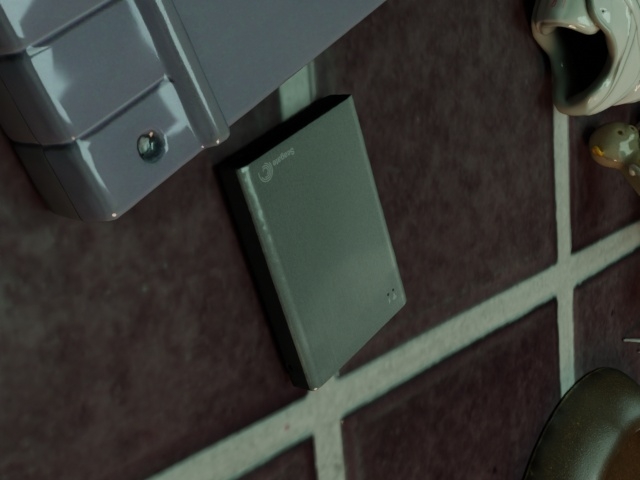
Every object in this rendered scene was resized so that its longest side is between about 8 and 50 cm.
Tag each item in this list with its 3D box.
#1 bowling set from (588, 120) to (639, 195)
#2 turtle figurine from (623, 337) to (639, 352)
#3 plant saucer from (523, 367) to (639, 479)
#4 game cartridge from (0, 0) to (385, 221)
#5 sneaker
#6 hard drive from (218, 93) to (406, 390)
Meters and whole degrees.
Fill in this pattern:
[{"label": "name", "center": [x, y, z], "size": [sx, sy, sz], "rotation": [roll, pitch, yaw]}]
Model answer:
[{"label": "bowling set", "center": [0.382, -0.116, 0.765], "size": [0.287, 0.154, 0.200], "rotation": [-14, 143, -51]}, {"label": "turtle figurine", "center": [0.378, 0.042, 0.858], "size": [0.234, 0.118, 0.175], "rotation": [-33, 130, -53]}, {"label": "plant saucer", "center": [0.262, 0.274, 0.803], "size": [0.310, 0.050, 0.311], "rotation": [-10, 103, -47]}, {"label": "game cartridge", "center": [-0.031, -0.200, 0.399], "size": [0.355, 0.068, 0.230], "rotation": [-46, 131, -35]}, {"label": "sneaker", "center": [0.198, -0.197, 0.640], "size": [0.115, 0.090, 0.232], "rotation": [-32, 117, -38]}, {"label": "hard drive", "center": [0.000, 0.000, 0.484], "size": [0.094, 0.022, 0.135], "rotation": [-39, 122, -39]}]
